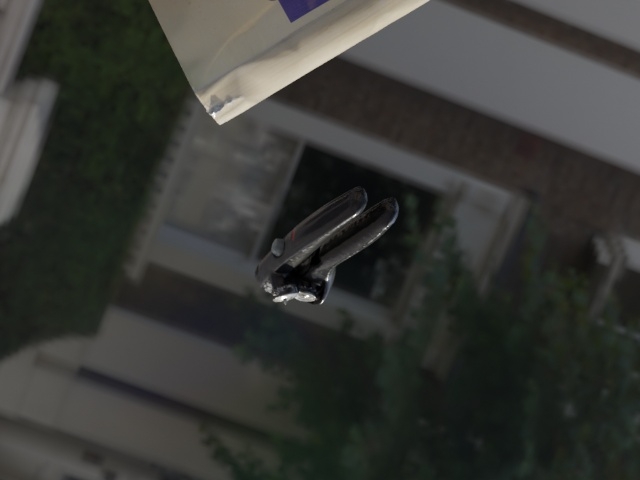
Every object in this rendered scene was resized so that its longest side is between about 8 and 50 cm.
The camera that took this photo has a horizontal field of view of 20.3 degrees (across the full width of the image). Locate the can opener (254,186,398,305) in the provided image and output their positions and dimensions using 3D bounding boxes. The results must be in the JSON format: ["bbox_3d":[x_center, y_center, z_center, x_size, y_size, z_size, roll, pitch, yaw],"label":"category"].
[{"bbox_3d":[0.000,0.000,1.311,0.186,0.059,0.073,140,-46,-65],"label":"can opener"}]

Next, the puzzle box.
[{"bbox_3d":[-0.052,-0.309,1.663,0.272,0.052,0.409,-30,-133,4],"label":"puzzle box"}]
